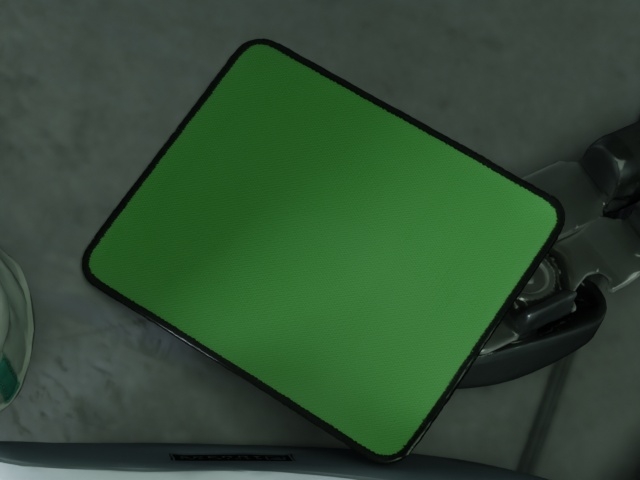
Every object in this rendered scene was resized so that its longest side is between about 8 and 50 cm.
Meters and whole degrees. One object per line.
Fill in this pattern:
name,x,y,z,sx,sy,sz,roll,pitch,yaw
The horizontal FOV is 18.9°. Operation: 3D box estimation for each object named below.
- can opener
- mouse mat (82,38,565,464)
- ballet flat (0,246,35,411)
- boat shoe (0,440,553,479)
can opener,0.159,-0.010,0.960,0.283,0.095,0.076,-23,62,-24
mouse mat,0.000,0.000,0.900,0.190,0.007,0.152,31,75,19
ballet flat,-0.286,-0.057,0.814,0.400,0.139,0.139,37,76,-7
boat shoe,-0.011,0.151,0.864,0.306,0.113,0.105,3,92,-9
